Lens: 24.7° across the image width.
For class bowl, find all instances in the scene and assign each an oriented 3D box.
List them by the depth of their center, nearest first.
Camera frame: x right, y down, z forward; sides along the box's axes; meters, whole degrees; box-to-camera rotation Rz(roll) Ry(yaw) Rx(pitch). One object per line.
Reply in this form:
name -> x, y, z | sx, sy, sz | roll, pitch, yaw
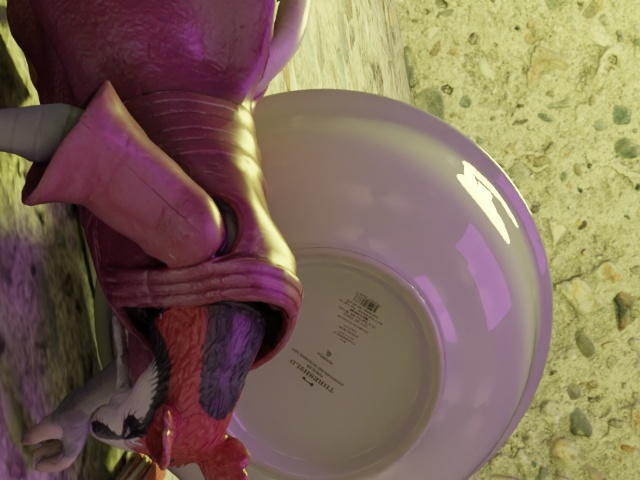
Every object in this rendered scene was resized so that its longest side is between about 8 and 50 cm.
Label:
bowl -> 0.001, 0.061, 0.888 | 0.134, 0.298, 0.298 | -87, 167, -77

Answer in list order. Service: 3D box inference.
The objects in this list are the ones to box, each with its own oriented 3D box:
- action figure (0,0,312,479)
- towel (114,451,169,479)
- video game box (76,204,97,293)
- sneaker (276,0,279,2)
action figure -> -0.070, -0.033, 0.768 | 0.248, 0.276, 0.370 | 77, -4, -59
towel -> -0.112, 0.241, 0.948 | 0.144, 0.029, 0.197 | -56, 138, -79
video game box -> -0.114, 0.012, 1.053 | 0.205, 0.048, 0.187 | -56, 135, -75
sneaker -> -0.078, -0.289, 1.349 | 0.302, 0.108, 0.121 | -76, 158, -44
